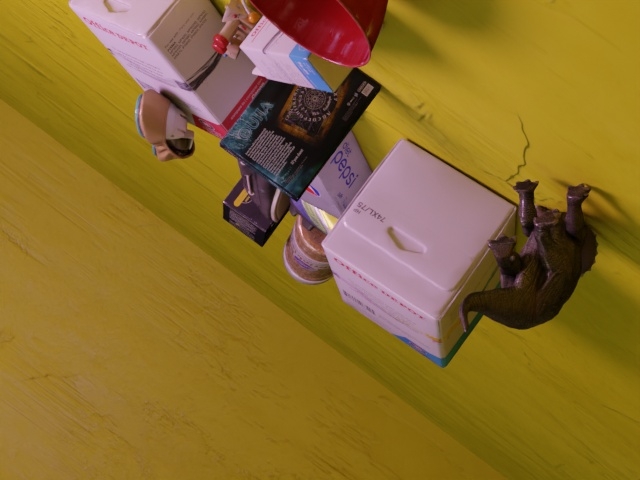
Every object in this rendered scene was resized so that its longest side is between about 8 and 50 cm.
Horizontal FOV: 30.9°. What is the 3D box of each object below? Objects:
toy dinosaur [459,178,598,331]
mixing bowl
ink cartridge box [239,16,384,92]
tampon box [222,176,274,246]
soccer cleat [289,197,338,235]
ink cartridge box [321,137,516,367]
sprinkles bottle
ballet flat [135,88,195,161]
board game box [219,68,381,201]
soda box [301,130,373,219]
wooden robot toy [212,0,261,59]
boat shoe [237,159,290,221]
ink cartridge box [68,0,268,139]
[{"bbox_3d":[0.263,0.031,1.371,0.121,0.313,0.160,-1,125,28],"label":"toy dinosaur"},{"bbox_3d":[0.004,-0.273,1.189,0.181,0.098,0.181,35,167,9],"label":"mixing bowl"},{"bbox_3d":[-0.023,-0.242,1.370,0.180,0.104,0.060,21,160,51],"label":"ink cartridge box"},{"bbox_3d":[-0.116,-0.076,2.235,0.101,0.120,0.161,36,168,2],"label":"tampon box"},{"bbox_3d":[0.064,-0.031,1.888,0.289,0.121,0.093,39,-151,28],"label":"soccer cleat"},{"bbox_3d":[0.149,0.025,1.677,0.198,0.197,0.270,33,168,17],"label":"ink cartridge box"},{"bbox_3d":[0.000,0.000,2.198,0.121,0.121,0.355,36,168,2],"label":"sprinkles bottle"},{"bbox_3d":[-0.234,-0.178,1.800,0.073,0.080,0.232,7,171,1],"label":"ballet flat"},{"bbox_3d":[-0.026,-0.160,1.493,0.126,0.186,0.026,36,170,3],"label":"board game box"},{"bbox_3d":[-0.008,-0.140,1.753,0.098,0.091,0.286,29,166,28],"label":"soda box"},{"bbox_3d":[-0.096,-0.274,1.556,0.079,0.076,0.173,26,169,-2],"label":"wooden robot toy"},{"bbox_3d":[-0.090,-0.136,1.954,0.095,0.112,0.335,28,161,9],"label":"boat shoe"},{"bbox_3d":[-0.216,-0.286,1.733,0.197,0.114,0.273,28,167,37],"label":"ink cartridge box"}]
